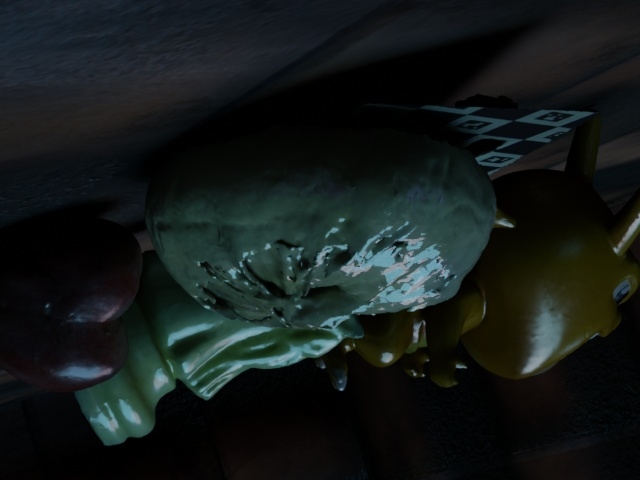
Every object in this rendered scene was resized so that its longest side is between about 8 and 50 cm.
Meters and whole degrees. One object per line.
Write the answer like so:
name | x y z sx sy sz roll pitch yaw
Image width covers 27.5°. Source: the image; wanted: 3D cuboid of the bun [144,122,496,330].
bun | 0.000 0.000 1.035 0.287 0.146 0.287 1 172 0

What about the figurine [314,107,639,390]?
figurine | 0.168 0.031 1.473 0.387 0.268 0.401 -15 169 -8

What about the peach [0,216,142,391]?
peach | -0.229 0.053 1.115 0.152 0.152 0.152 -18 174 -2

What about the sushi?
sushi | 0.081 -0.091 1.071 0.193 0.043 0.279 1 169 -13

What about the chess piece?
chess piece | -0.108 0.068 1.278 0.298 0.175 0.176 -23 174 -6
